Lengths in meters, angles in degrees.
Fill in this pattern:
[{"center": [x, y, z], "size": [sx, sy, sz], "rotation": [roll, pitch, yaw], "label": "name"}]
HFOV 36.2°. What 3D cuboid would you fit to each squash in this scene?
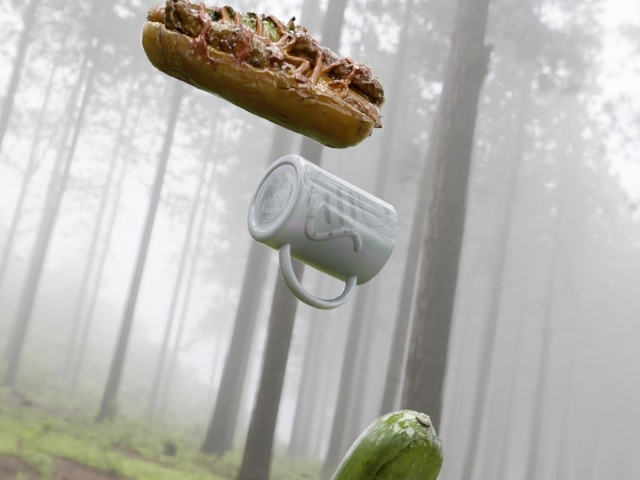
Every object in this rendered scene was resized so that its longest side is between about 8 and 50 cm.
[{"center": [0.031, 0.298, 0.982], "size": [0.094, 0.094, 0.341], "rotation": [13, -59, -10], "label": "squash"}]

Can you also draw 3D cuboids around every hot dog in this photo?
[{"center": [-0.068, -0.238, 1.307], "size": [0.348, 0.117, 0.158], "rotation": [25, 27, 1], "label": "hot dog"}]

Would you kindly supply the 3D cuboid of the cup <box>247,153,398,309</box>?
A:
[{"center": [0.006, -0.008, 1.004], "size": [0.133, 0.136, 0.099], "rotation": [27, -60, -32], "label": "cup"}]
